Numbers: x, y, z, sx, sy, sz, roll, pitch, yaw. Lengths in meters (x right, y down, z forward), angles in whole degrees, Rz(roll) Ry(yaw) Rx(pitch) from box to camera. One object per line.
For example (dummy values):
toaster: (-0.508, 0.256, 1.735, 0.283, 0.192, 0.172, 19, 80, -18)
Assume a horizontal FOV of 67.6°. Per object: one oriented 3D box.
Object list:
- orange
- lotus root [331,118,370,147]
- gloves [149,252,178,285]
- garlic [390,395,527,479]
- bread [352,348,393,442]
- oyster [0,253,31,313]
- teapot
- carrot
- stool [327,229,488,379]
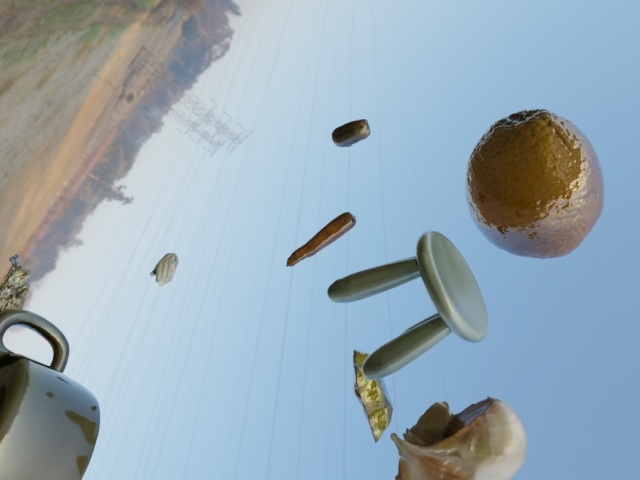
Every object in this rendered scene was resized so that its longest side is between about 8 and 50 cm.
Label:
orange: (0.522, -0.138, 1.179, 0.321, 0.358, 0.322, -12, -160, 4)
lotus root: (0.051, -0.193, 0.870, 0.083, 0.030, 0.038, -13, -96, 43)
gloves: (-0.284, 0.048, 0.873, 0.044, 0.037, 0.081, -2, -128, 2)
garlic: (0.152, 0.248, 0.541, 0.174, 0.099, 0.124, -44, -118, 4)
bread: (0.144, 0.427, 1.341, 0.088, 0.233, 0.161, -21, -160, 2)
oyster: (-0.659, 0.106, 1.024, 0.106, 0.056, 0.177, -62, -146, 9)
teapot: (-0.338, 0.183, 0.461, 0.185, 0.175, 0.268, -22, -140, 25)
carrot: (0.000, 0.000, 1.366, 0.247, 0.059, 0.059, -36, -152, -3)
stool: (0.157, 0.110, 0.823, 0.198, 0.195, 0.196, -32, -102, 31)
